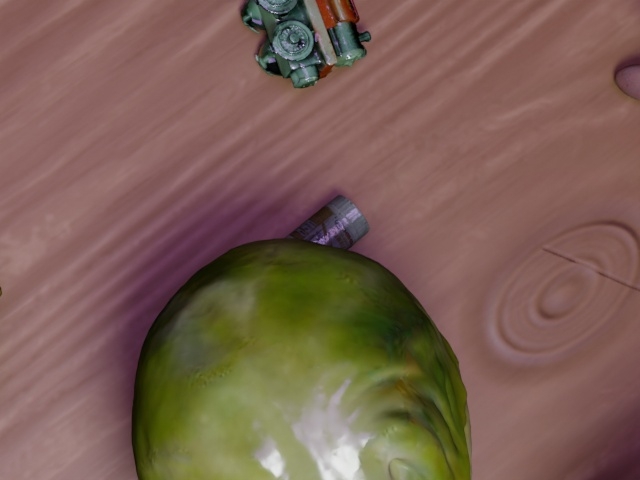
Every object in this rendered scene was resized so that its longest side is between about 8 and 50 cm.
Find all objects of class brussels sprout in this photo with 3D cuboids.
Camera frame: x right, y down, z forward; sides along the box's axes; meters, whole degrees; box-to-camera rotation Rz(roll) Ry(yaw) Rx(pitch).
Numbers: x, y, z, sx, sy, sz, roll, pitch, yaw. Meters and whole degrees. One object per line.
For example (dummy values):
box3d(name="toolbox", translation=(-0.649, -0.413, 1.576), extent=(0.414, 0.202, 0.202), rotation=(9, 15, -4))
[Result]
box3d(name="brussels sprout", translation=(0.002, 0.156, 1.239), extent=(0.268, 0.344, 0.344), rotation=(-37, 89, 31))

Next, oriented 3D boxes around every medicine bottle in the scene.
box3d(name="medicine bottle", translation=(0.000, 0.000, 1.400), extent=(0.083, 0.047, 0.047), rotation=(-39, 89, -13))

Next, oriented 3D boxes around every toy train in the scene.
box3d(name="toy train", translation=(-0.015, -0.233, 1.421), extent=(0.118, 0.074, 0.175), rotation=(-19, 83, -15))

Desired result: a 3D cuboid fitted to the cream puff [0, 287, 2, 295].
box3d(name="cream puff", translation=(-0.360, 0.058, 1.279), extent=(0.221, 0.194, 0.194), rotation=(35, 78, 9))

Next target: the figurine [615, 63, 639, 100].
box3d(name="figurine", translation=(0.507, -0.141, 1.449), extent=(0.421, 0.154, 0.193), rotation=(22, 66, 1))
